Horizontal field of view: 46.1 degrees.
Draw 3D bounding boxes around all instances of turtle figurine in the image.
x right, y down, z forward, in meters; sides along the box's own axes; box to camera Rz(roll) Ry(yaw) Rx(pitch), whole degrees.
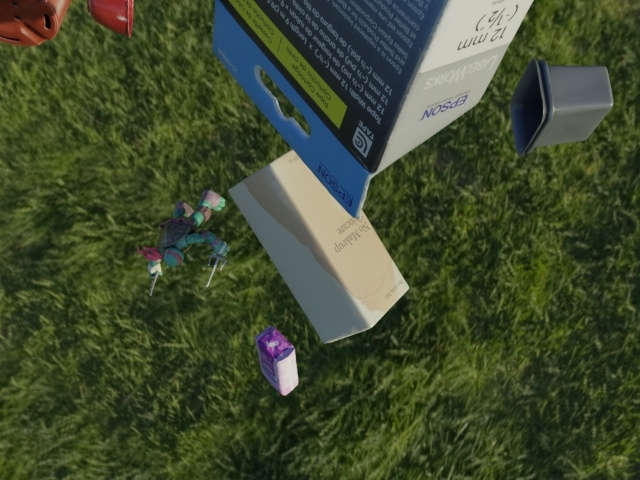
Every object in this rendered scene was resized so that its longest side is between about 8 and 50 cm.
[{"bbox_3d":[-0.269,0.001,1.497,0.175,0.118,0.234,-5,41,14],"label":"turtle figurine"}]

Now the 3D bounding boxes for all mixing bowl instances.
[{"bbox_3d":[-0.491,-0.572,1.757,0.098,0.181,0.182,3,61,-12],"label":"mixing bowl"}]

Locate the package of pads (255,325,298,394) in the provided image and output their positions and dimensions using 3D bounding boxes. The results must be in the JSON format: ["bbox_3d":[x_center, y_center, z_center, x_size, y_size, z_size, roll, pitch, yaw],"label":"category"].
[{"bbox_3d":[-0.053,0.150,0.931,0.032,0.083,0.050,-35,56,-25],"label":"package of pads"}]

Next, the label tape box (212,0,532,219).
[{"bbox_3d":[0.035,-0.220,0.600,0.115,0.348,0.249,-26,65,-28],"label":"label tape box"}]

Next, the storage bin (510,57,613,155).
[{"bbox_3d":[0.298,-0.172,0.936,0.091,0.135,0.098,-4,74,-1],"label":"storage bin"}]

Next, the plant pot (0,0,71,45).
[{"bbox_3d":[-0.578,-0.544,1.456,0.272,0.272,0.265,2,65,6],"label":"plant pot"}]

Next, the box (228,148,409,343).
[{"bbox_3d":[0.000,0.000,1.267,0.311,0.121,0.148,57,43,-7],"label":"box"}]
